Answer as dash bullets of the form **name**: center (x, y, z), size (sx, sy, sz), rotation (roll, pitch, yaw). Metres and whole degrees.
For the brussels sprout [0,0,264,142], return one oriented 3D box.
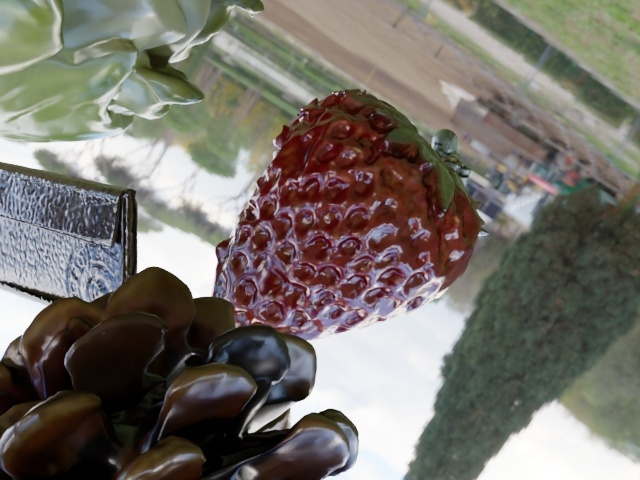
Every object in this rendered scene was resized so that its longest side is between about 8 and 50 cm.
- **brussels sprout**: center (-0.250, -0.251, 0.671), size (0.361, 0.342, 0.425), rotation (2, 167, 10)

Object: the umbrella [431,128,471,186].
- **umbrella**: center (0.117, -0.043, 0.986), size (0.062, 0.143, 0.067), rotation (-1, -165, -45)

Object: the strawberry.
- **strawberry**: center (0.000, 0.000, 0.799), size (0.205, 0.244, 0.205), rotation (49, -172, -9)

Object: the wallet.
- **wallet**: center (-0.243, 0.003, 0.869), size (0.243, 0.133, 0.039), rotation (13, -164, 42)

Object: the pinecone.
- **pinecone**: center (-0.084, 0.149, 0.443), size (0.264, 0.264, 0.264), rotation (32, -174, -4)
